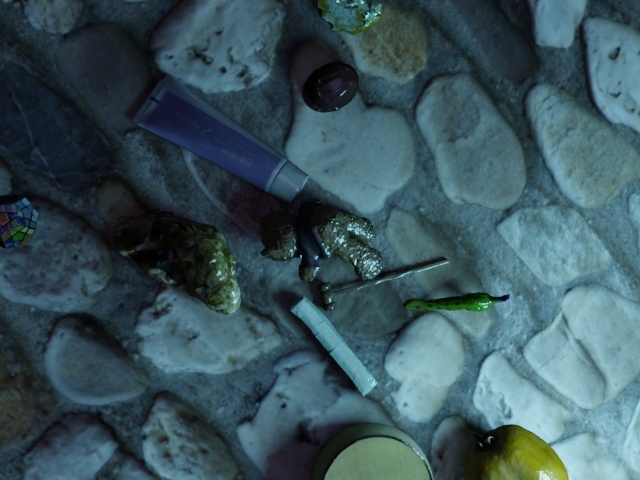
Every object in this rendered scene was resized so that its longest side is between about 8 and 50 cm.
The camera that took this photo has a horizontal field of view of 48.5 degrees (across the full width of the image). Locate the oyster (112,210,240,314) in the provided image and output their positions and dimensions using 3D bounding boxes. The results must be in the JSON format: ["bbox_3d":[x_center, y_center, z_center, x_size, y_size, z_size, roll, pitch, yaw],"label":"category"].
[{"bbox_3d":[-0.288,0.035,1.425,0.295,0.094,0.166,17,93,0],"label":"oyster"}]

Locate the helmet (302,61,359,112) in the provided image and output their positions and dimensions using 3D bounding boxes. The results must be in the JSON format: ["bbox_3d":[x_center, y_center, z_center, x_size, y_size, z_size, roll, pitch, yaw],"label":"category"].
[{"bbox_3d":[0.025,-0.326,1.489,0.123,0.070,0.098,-30,92,-9],"label":"helmet"}]

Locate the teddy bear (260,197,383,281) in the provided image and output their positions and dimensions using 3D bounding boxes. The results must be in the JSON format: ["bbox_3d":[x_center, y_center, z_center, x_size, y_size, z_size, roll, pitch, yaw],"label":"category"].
[{"bbox_3d":[0.003,-0.013,1.441,0.252,0.129,0.181,1,51,-3],"label":"teddy bear"}]

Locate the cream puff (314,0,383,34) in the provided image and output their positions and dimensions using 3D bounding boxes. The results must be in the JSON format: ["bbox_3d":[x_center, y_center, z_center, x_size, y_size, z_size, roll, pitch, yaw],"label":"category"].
[{"bbox_3d":[0.066,-0.515,1.488,0.121,0.156,0.156,8,85,36],"label":"cream puff"}]

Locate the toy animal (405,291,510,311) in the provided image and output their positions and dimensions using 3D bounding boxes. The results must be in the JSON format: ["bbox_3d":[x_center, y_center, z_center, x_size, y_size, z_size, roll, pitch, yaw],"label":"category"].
[{"bbox_3d":[0.294,0.133,1.511,0.217,0.075,0.041,-5,84,21],"label":"toy animal"}]

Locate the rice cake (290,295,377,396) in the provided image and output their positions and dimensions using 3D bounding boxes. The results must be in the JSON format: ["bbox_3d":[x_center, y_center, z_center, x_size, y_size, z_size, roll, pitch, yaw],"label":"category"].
[{"bbox_3d":[0.029,0.218,1.475,0.045,0.042,0.245,-39,91,4],"label":"rice cake"}]

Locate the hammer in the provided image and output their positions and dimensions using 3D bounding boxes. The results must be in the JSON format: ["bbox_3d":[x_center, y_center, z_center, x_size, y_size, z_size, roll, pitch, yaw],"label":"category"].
[{"bbox_3d":[0.139,0.084,1.507,0.292,0.029,0.058,-15,91,-10],"label":"hammer"}]

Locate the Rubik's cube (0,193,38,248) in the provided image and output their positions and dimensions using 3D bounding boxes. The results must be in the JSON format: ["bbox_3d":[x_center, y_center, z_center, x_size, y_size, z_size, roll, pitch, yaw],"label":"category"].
[{"bbox_3d":[-0.607,-0.037,1.381,0.093,0.111,0.111,-18,89,19],"label":"Rubik's cube"}]

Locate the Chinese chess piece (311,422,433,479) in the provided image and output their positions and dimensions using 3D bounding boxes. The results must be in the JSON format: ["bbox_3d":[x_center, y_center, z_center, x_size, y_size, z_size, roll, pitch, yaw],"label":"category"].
[{"bbox_3d":[0.105,0.498,1.441,0.250,0.103,0.249,0,88,-8],"label":"Chinese chess piece"}]

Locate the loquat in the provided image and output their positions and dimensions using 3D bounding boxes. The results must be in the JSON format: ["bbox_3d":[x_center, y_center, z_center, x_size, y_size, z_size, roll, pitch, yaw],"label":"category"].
[{"bbox_3d":[0.395,0.478,1.442,0.187,0.176,0.234,-43,82,-8],"label":"loquat"}]

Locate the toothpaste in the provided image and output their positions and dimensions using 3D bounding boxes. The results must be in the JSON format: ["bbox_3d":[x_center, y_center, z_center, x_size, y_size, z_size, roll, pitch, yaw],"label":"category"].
[{"bbox_3d":[-0.198,-0.202,1.456,0.371,0.080,0.125,32,84,0],"label":"toothpaste"}]
